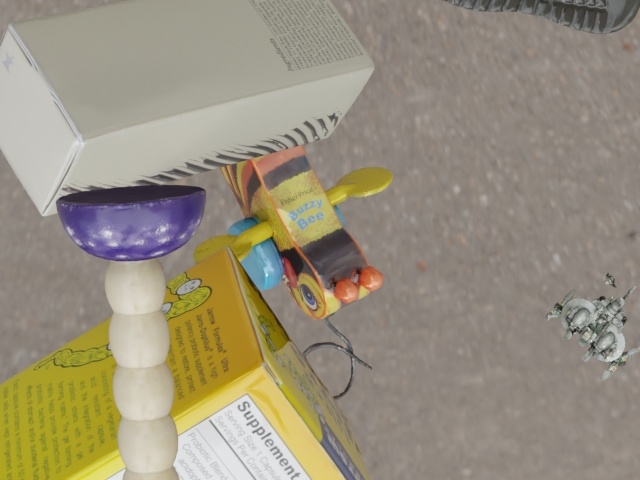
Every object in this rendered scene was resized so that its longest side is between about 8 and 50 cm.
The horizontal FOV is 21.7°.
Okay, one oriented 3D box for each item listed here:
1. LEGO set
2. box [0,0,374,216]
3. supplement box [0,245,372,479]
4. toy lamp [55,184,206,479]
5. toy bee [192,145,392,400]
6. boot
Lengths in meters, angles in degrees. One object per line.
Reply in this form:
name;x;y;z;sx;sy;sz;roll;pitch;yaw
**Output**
LEGO set;0.152;0.044;0.847;0.083;0.023;0.054;-15;92;29
box;-0.102;-0.114;1.222;0.275;0.113;0.094;-17;155;-38
supplement box;-0.158;0.202;1.277;0.356;0.195;0.194;-31;118;4
toy lamp;-0.083;0.113;0.798;0.080;0.080;0.274;-3;98;-1
toy bee;0.000;0.000;1.526;0.298;0.162;0.195;47;72;-18
boot;0.105;-0.198;1.139;0.198;0.137;0.077;22;101;-21
